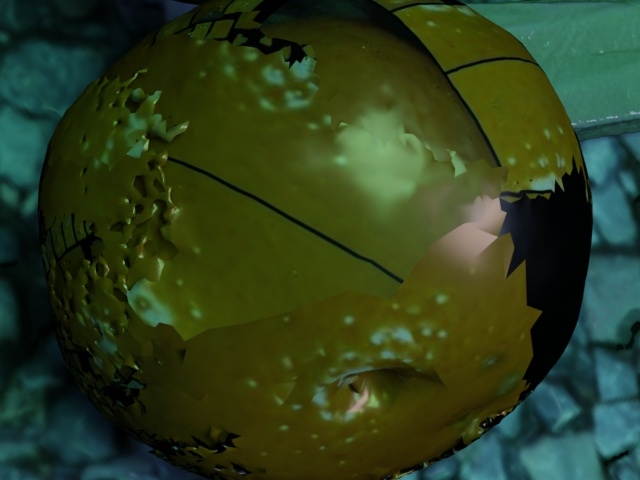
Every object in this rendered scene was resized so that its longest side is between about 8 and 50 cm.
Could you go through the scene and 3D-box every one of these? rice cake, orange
[{"bbox_3d":[0.139,-0.092,0.902,0.221,0.042,0.080,-9,75,-24],"label":"rice cake"},{"bbox_3d":[0.000,0.000,0.715,0.234,0.234,0.182,14,38,-19],"label":"orange"}]

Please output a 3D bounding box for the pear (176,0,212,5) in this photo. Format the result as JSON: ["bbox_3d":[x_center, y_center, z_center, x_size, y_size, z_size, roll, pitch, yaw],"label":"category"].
[{"bbox_3d":[-0.022,-0.224,0.740,0.280,0.281,0.281,6,73,-22],"label":"pear"}]
